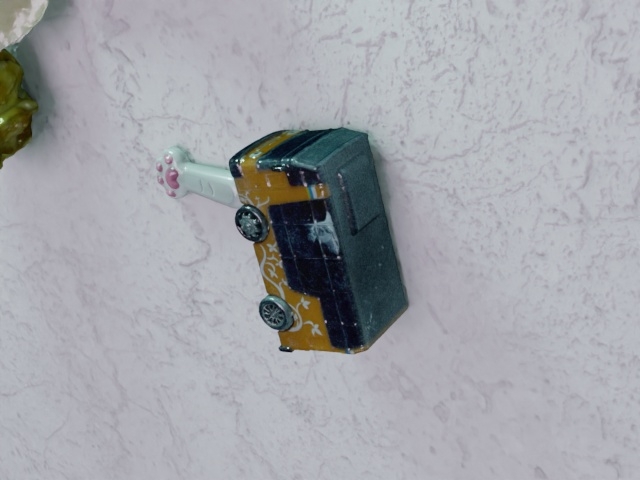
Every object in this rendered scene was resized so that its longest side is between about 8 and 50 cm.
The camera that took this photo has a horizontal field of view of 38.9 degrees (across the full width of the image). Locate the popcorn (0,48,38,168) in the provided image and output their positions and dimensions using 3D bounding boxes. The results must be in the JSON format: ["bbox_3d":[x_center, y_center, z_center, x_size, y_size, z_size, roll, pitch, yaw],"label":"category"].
[{"bbox_3d":[-0.660,-0.235,1.679,0.247,0.282,0.282,50,132,2],"label":"popcorn"}]

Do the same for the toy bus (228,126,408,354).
[{"bbox_3d":[0.000,0.000,1.367,0.194,0.162,0.323,1,115,36],"label":"toy bus"}]

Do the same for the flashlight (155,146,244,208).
[{"bbox_3d":[-0.201,-0.099,1.539,0.200,0.047,0.093,18,122,30],"label":"flashlight"}]

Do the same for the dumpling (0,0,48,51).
[{"bbox_3d":[-0.604,-0.462,1.515,0.395,0.233,0.315,-44,90,8],"label":"dumpling"}]
